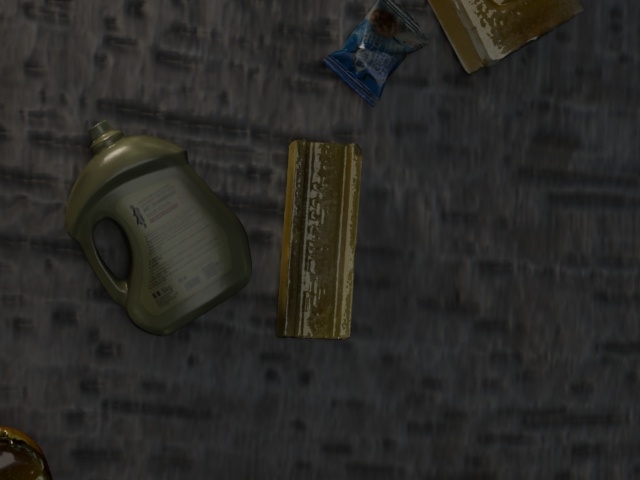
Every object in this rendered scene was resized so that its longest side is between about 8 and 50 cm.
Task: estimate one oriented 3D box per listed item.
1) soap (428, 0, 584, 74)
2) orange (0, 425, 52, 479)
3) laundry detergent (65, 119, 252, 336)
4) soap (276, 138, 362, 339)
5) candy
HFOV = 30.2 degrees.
[{"bbox_3d":[0.206,-0.377,1.540,0.173,0.089,0.274,-32,98,-14],"label":"soap"},{"bbox_3d":[-0.369,0.286,1.346,0.160,0.112,0.170,37,103,-25],"label":"orange"},{"bbox_3d":[-0.202,-0.025,1.409,0.181,0.091,0.253,-32,99,-9],"label":"laundry detergent"},{"bbox_3d":[0.000,0.000,1.499,0.092,0.037,0.252,5,88,-18],"label":"soap"},{"bbox_3d":[0.076,-0.246,1.526,0.088,0.038,0.136,41,71,1],"label":"candy"}]
